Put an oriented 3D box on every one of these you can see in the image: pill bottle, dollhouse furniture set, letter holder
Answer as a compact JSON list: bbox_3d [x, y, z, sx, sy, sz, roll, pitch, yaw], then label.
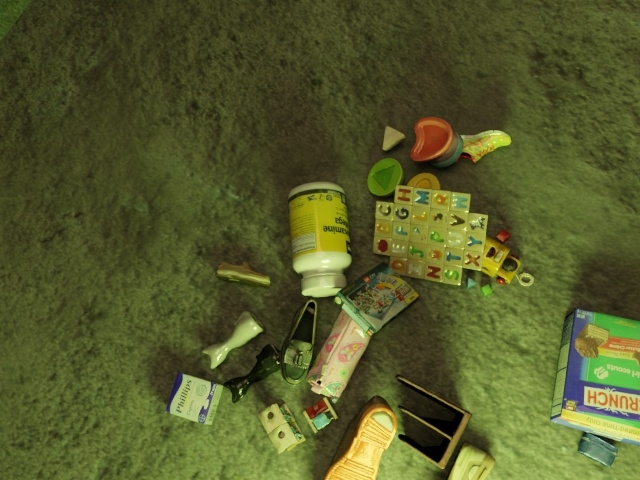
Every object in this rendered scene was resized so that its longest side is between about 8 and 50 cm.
[{"bbox_3d":[0.000,0.000,1.830,0.187,0.188,0.334,-7,73,7],"label":"pill bottle"},{"bbox_3d":[-0.063,0.515,1.713,0.183,0.129,0.129,-33,71,-1],"label":"dollhouse furniture set"},{"bbox_3d":[0.268,0.482,1.579,0.214,0.302,0.152,28,80,16],"label":"letter holder"}]

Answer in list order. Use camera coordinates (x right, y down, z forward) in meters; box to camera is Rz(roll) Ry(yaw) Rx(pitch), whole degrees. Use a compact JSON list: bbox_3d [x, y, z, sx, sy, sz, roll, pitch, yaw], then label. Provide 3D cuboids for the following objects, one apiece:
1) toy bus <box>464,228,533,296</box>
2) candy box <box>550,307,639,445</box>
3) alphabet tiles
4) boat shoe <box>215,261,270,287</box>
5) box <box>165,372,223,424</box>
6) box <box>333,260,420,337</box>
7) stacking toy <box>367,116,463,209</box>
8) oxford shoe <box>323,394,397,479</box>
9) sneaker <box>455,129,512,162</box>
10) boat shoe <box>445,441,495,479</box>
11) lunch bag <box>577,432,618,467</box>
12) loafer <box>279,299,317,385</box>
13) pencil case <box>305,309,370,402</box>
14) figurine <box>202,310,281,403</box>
[{"bbox_3d":[0.532,0.056,1.770,0.202,0.104,0.191,-14,72,5],"label":"toy bus"},{"bbox_3d":[0.803,0.375,1.605,0.268,0.122,0.317,12,69,13],"label":"candy box"},{"bbox_3d":[0.328,-0.017,1.779,0.342,0.011,0.285,9,107,22],"label":"alphabet tiles"},{"bbox_3d":[-0.249,0.103,1.907,0.190,0.068,0.072,11,64,12],"label":"boat shoe"},{"bbox_3d":[-0.390,0.490,1.805,0.137,0.072,0.126,12,75,13],"label":"box"},{"bbox_3d":[0.173,0.172,1.755,0.159,0.044,0.233,44,46,19],"label":"box"},{"bbox_3d":[0.319,-0.236,1.907,0.279,0.130,0.309,12,80,41],"label":"stacking toy"},{"bbox_3d":[0.105,0.615,1.673,0.130,0.133,0.364,30,97,-7],"label":"oxford shoe"},{"bbox_3d":[0.517,-0.298,1.898,0.208,0.081,0.094,-7,72,19],"label":"sneaker"},{"bbox_3d":[0.370,0.728,1.583,0.110,0.122,0.341,25,77,16],"label":"boat shoe"},{"bbox_3d":[0.763,0.572,1.594,0.098,0.067,0.065,25,79,16],"label":"lunch bag"},{"bbox_3d":[-0.061,0.300,1.757,0.096,0.084,0.268,16,54,-6],"label":"loafer"},{"bbox_3d":[0.062,0.334,1.755,0.124,0.124,0.284,27,78,16],"label":"pencil case"},{"bbox_3d":[-0.244,0.363,1.817,0.209,0.092,0.215,-39,70,1],"label":"figurine"}]
